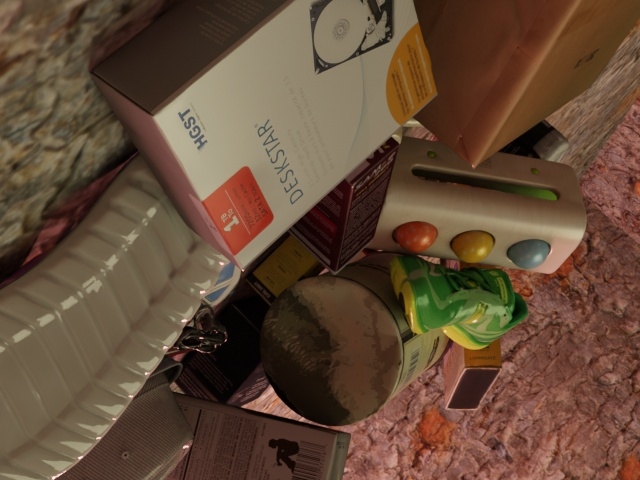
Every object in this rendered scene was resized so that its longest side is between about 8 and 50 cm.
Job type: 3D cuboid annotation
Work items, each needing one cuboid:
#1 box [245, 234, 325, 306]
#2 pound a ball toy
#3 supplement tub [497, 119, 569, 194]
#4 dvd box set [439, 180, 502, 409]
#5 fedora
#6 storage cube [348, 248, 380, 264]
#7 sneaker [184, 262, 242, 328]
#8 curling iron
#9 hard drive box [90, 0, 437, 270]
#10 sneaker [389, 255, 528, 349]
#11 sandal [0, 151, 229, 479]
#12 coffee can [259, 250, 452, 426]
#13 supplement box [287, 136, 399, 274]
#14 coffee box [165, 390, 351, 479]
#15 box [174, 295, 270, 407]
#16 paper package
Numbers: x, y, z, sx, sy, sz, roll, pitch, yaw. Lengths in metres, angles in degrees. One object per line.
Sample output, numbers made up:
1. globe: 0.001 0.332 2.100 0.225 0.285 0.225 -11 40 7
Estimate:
1. box: 0.000 0.000 1.351 0.232 0.058 0.087 -45 167 -7
2. pound a ball toy: 0.182 -0.057 1.212 0.319 0.136 0.208 8 144 -14
3. supplement tub: 0.249 -0.157 1.369 0.117 0.190 0.117 -42 165 -14
4. dvd box set: 0.242 0.047 1.595 0.307 0.062 0.420 87 4 -68
5. fedora: -0.251 0.249 1.071 0.275 0.124 0.244 -33 171 -16
6. storage cube: 0.091 0.137 1.736 0.215 0.183 0.193 -48 164 9
7. sneaker: -0.155 0.059 1.030 0.081 0.080 0.211 -28 157 -55
8. curling iron: -0.215 0.110 0.960 0.274 0.035 0.068 -8 142 -34
9. hard drive box: -0.032 -0.122 0.747 0.232 0.089 0.181 -43 141 -14
10. sneaker: 0.186 0.068 1.269 0.123 0.109 0.295 -29 154 24
11. sandal: -0.219 0.075 0.829 0.416 0.169 0.102 -43 -154 -13
12. coffee can: 0.063 0.128 1.361 0.201 0.201 0.275 -51 166 19
13. supplement box: 0.003 -0.068 1.034 0.073 0.130 0.239 -42 166 -18
14. coffee box: -0.122 0.277 1.256 0.168 0.297 0.119 54 48 -75
15. box: -0.112 0.168 1.422 0.158 0.093 0.156 -50 166 18
16. paper package: 0.254 -0.283 1.092 0.325 0.168 0.309 -33 159 -41
